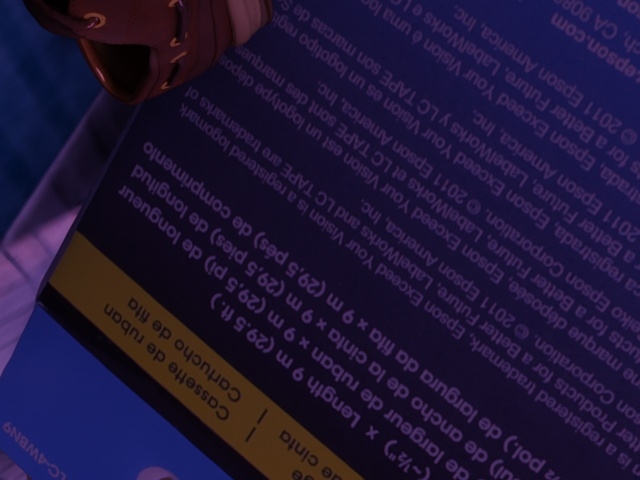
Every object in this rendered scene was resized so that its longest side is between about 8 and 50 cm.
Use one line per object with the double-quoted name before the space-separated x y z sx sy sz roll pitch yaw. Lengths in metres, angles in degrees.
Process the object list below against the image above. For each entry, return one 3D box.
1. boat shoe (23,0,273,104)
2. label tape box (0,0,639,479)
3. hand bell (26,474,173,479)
"boat shoe" -0.057 -0.082 0.375 0.060 0.064 0.178 -47 167 -5
"label tape box" 0.053 0.007 0.499 0.348 0.249 0.115 -59 163 24
"hand bell" -0.011 0.090 0.663 0.242 0.126 0.126 -27 169 14
